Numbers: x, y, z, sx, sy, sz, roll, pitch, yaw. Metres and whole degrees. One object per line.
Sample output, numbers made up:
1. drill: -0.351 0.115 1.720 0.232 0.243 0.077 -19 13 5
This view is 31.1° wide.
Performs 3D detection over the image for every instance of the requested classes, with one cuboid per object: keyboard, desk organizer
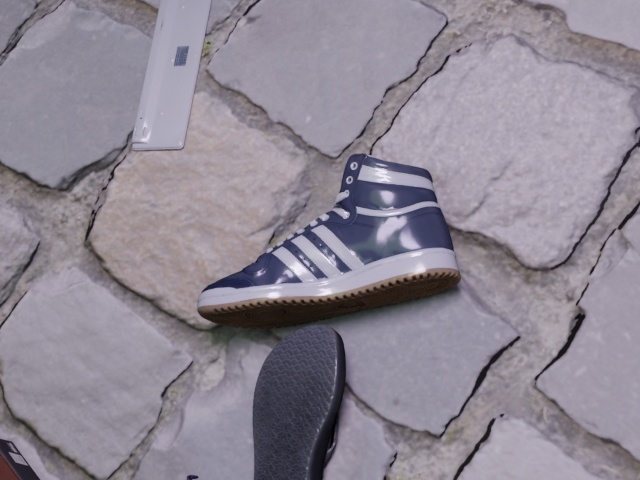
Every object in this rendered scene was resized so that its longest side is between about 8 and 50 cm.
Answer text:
1. keyboard: -0.184 -0.232 1.454 0.072 0.014 0.256 2 71 16
2. desk organizer: -0.343 0.283 1.287 0.050 0.047 0.130 -47 61 1

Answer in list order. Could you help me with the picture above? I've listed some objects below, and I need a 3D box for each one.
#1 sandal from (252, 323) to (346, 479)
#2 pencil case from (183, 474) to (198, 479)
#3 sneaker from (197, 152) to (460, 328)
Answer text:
1. sandal: -0.024 0.213 1.197 0.097 0.054 0.254 5 81 30
2. pencil case: -0.197 0.288 1.215 0.152 0.070 0.064 -10 66 18
3. sneaker: 0.000 0.000 1.237 0.282 0.099 0.153 -11 71 9
